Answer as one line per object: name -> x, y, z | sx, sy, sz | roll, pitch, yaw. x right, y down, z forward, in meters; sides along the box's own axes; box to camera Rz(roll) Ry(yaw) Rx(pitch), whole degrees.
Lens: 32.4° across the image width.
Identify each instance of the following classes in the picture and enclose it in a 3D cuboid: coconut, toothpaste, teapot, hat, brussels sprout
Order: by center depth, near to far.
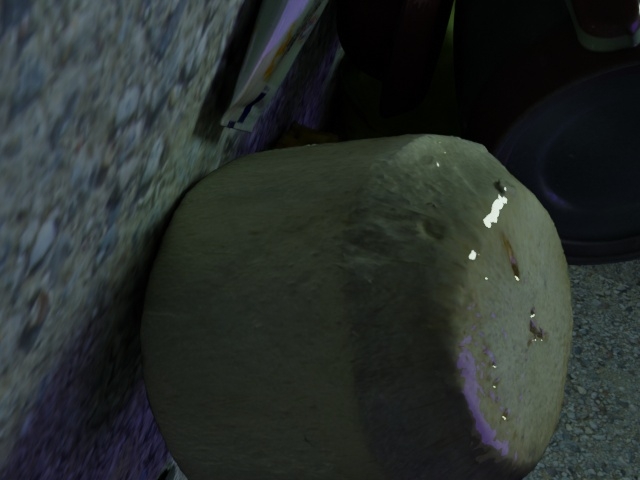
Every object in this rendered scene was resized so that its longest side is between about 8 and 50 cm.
toothpaste -> 0.018, -0.206, 0.627 | 0.056, 0.058, 0.314 | 33, -80, 50
coconut -> 0.010, 0.053, 0.670 | 0.237, 0.266, 0.237 | 19, 67, -52
teapot -> 0.207, -0.191, 0.892 | 0.315, 0.233, 0.312 | 68, 11, -50
hat -> 0.062, -0.201, 0.908 | 0.205, 0.089, 0.205 | 16, 90, -84
brussels sprout -> 0.122, -0.134, 1.186 | 0.294, 0.227, 0.259 | -26, 152, -45

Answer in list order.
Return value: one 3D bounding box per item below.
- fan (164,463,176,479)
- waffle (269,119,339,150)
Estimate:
fan -> -0.176, 0.294, 0.962 | 0.310, 0.010, 0.182 | -25, 136, -88
waffle -> 0.047, -0.012, 0.860 | 0.160, 0.211, 0.055 | -60, 172, -63
